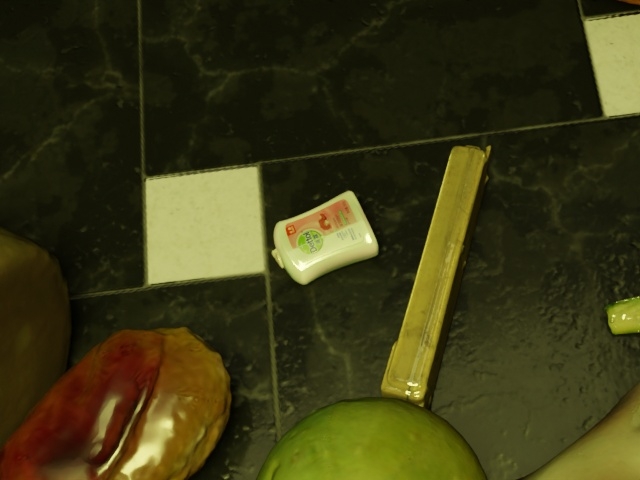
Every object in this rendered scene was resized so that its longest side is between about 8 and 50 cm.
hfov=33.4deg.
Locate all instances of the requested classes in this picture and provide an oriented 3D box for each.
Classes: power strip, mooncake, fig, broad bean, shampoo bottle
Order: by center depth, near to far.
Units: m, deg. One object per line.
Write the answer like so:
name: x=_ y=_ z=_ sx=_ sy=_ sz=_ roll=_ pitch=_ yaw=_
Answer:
fig: x=0.030 y=0.234 z=0.858 sx=0.207 sy=0.230 sz=0.207 roll=7 pitch=103 yaw=33
mooncake: x=-0.347 y=0.107 z=0.918 sx=0.156 sy=0.284 sz=0.284 roll=19 pitch=71 yaw=14
broad bean: x=-0.183 y=0.175 z=0.961 sx=0.228 sy=0.122 sz=0.156 roll=-42 pitch=58 yaw=-15
power strip: x=0.110 y=0.040 z=1.013 sx=0.044 sy=0.064 sz=0.305 roll=12 pitch=69 yaw=14
shampoo bottle: x=0.000 y=0.000 z=1.054 sx=0.099 sy=0.043 sz=0.072 roll=-23 pitch=67 yaw=-3

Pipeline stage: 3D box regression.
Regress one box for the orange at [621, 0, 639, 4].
orange: x=0.336 y=-0.361 z=1.059 sx=0.246 sy=0.246 sz=0.246 roll=-2 pitch=67 yaw=6

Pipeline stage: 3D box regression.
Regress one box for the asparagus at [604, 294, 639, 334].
asparagus: x=0.357 y=0.054 z=0.993 sx=0.179 sy=0.041 sz=0.045 roll=-16 pitch=58 yaw=1

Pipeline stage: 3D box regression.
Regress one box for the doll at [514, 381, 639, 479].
doll: x=0.289 y=0.307 z=0.803 sx=0.370 sy=0.226 sz=0.215 roll=50 pitch=115 yaw=17
